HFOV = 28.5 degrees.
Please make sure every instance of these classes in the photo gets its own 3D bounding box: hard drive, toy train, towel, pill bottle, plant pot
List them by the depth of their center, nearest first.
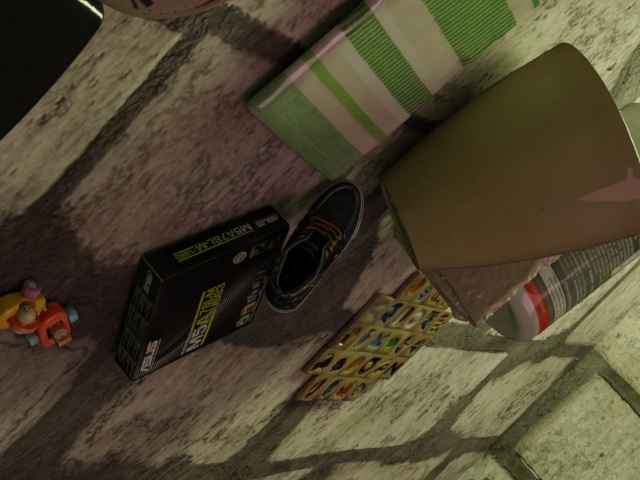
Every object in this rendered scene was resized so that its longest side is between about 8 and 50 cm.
[{"bbox_3d":[-0.277,-0.114,0.897,0.254,0.054,0.172,-43,157,5],"label":"hard drive"},{"bbox_3d":[-0.310,0.104,1.248,0.166,0.046,0.125,-30,154,-25],"label":"toy train"},{"bbox_3d":[0.087,-0.208,1.326,0.325,0.038,0.248,-41,156,5],"label":"towel"},{"bbox_3d":[0.222,-0.072,1.557,0.274,0.256,0.256,-23,156,-1],"label":"plant pot"},{"bbox_3d":[0.249,-0.034,1.699,0.282,0.187,0.049,-38,-174,-9],"label":"towel"},{"bbox_3d":[0.371,-0.033,1.857,0.363,0.210,0.210,-35,157,-12],"label":"pill bottle"}]

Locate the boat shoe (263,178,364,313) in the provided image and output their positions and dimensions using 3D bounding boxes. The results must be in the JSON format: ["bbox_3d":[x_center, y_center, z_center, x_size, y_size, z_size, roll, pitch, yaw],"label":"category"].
[{"bbox_3d":[0.000,0.000,1.448,0.183,0.065,0.083,-59,179,-17],"label":"boat shoe"}]

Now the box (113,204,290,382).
[{"bbox_3d":[-0.137,0.061,1.443,0.184,0.045,0.191,-26,152,-39],"label":"box"}]

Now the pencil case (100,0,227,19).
[{"bbox_3d":[-0.092,-0.311,0.697,0.183,0.160,0.410,-34,156,-16],"label":"pencil case"}]

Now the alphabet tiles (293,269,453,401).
[{"bbox_3d":[0.102,0.161,2.043,0.285,0.011,0.342,-46,157,13],"label":"alphabet tiles"}]
